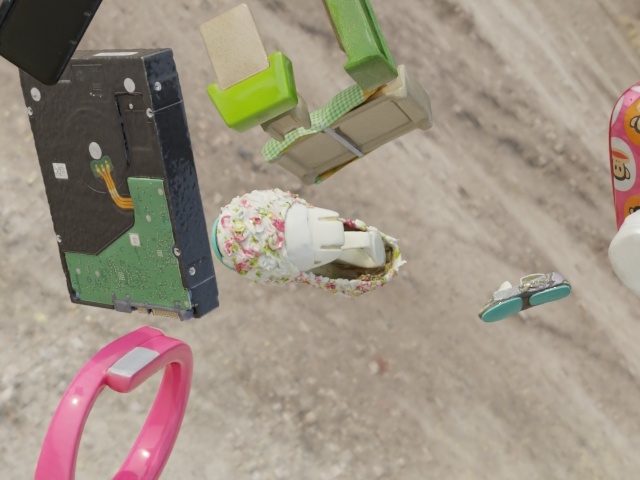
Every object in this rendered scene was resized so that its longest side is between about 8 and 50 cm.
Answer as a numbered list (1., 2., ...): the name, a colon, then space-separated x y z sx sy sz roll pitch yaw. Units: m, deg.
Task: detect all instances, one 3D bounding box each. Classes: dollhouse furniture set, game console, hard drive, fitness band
1. dollhouse furniture set: -0.003 -0.198 1.407 0.151 0.197 0.301 69 14 16
2. game console: -0.239 -0.212 1.044 0.071 0.122 0.107 28 11 -21
3. hard drive: -0.255 -0.073 1.509 0.064 0.236 0.339 -28 115 -47
4. fitness band: -0.212 0.205 1.239 0.054 0.209 0.291 18 13 12

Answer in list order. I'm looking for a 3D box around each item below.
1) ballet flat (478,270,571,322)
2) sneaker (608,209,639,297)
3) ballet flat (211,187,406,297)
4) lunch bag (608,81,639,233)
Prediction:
1. ballet flat: 0.230 0.062 1.368 0.041 0.114 0.041 163 -90 -82
2. sneaker: 0.354 0.062 1.135 0.212 0.080 0.094 60 32 -11
3. ballet flat: 0.000 0.000 1.035 0.241 0.077 0.091 11 73 -60
4. lunch bag: 0.484 -0.087 1.439 0.120 0.293 0.258 28 -46 52
